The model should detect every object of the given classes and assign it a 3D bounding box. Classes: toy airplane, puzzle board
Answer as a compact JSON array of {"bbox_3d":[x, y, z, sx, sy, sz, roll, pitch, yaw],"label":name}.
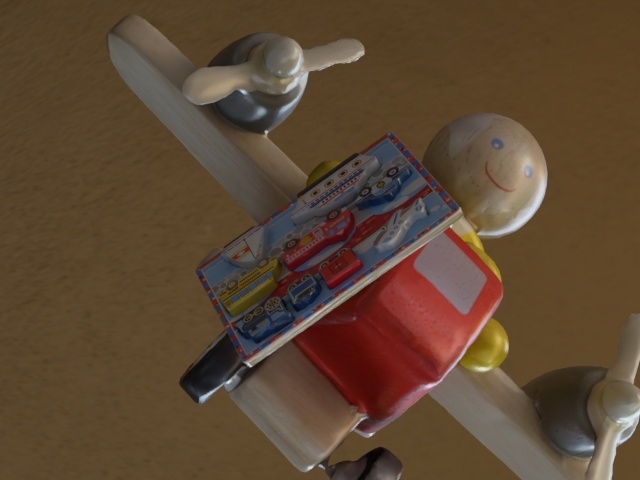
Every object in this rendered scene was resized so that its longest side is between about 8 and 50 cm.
[{"bbox_3d":[0.047,0.026,1.077,0.272,0.384,0.386,-46,-41,0],"label":"toy airplane"},{"bbox_3d":[0.000,0.000,0.782,0.128,0.096,0.011,-35,-56,0],"label":"puzzle board"}]
